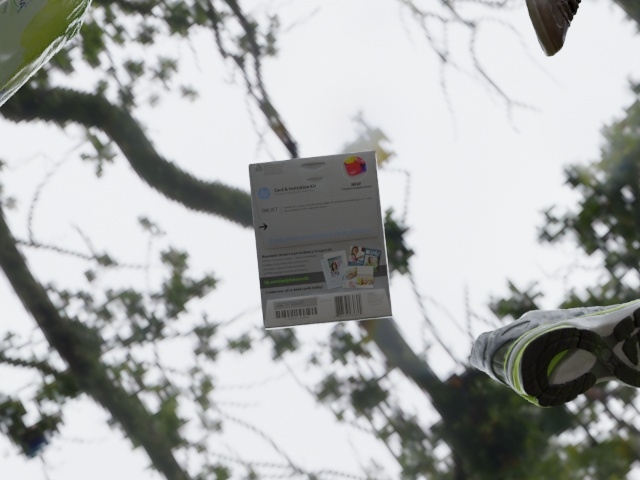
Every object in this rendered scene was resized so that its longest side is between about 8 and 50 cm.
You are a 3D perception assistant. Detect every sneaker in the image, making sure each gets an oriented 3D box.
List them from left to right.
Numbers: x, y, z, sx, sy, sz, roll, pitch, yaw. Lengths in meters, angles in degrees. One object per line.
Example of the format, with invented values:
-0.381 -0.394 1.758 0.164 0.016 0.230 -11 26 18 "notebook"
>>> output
0.267 -0.289 1.667 0.071 0.188 0.066 -15 -40 19 "sneaker"
0.301 0.115 1.730 0.300 0.121 0.111 -3 -76 -40 "sneaker"

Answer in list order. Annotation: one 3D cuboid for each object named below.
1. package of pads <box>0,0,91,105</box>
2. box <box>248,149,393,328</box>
-0.281 -0.209 1.267 0.229 0.101 0.296 -50 0 -29 "package of pads"
0.000 0.000 1.656 0.145 0.186 0.038 -6 -5 1 "box"
